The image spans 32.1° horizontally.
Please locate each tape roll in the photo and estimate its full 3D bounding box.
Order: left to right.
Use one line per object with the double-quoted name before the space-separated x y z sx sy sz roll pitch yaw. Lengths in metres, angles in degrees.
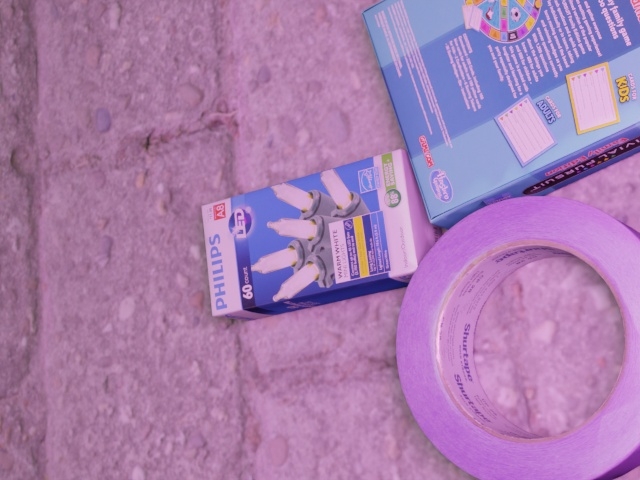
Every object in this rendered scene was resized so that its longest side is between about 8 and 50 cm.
"tape roll" 0.213 0.099 1.063 0.275 0.090 0.274 -6 77 31

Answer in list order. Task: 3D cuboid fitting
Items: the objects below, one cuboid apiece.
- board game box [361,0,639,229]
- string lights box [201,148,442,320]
"board game box" 0.231 -0.190 1.108 0.336 0.079 0.253 -25 69 25
"string lights box" 0.000 0.000 1.217 0.260 0.077 0.133 -14 76 29
